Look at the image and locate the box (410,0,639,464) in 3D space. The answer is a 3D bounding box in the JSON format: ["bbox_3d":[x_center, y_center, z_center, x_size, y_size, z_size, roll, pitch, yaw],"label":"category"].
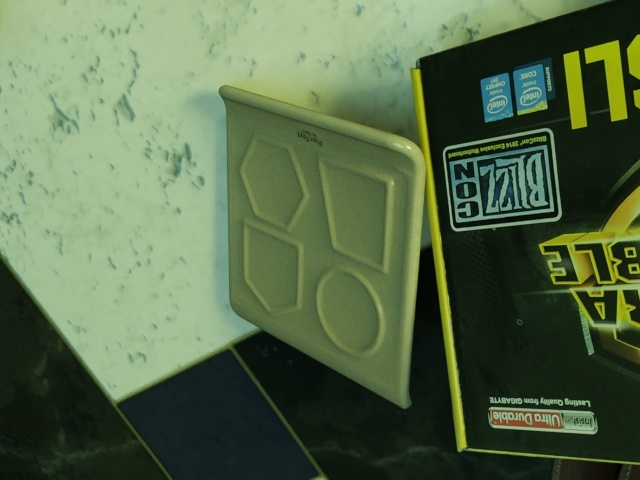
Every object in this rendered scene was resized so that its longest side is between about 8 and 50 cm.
[{"bbox_3d":[0.210,-0.008,0.477,0.322,0.079,0.257,-7,88,44],"label":"box"}]

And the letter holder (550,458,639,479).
[{"bbox_3d":[0.271,0.217,0.627,0.214,0.152,0.302,9,116,16],"label":"letter holder"}]

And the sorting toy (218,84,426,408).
[{"bbox_3d":[0.000,0.000,0.642,0.193,0.038,0.208,23,126,41],"label":"sorting toy"}]
